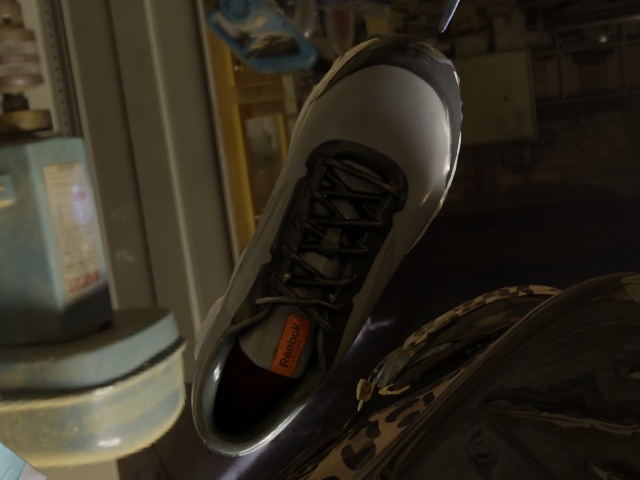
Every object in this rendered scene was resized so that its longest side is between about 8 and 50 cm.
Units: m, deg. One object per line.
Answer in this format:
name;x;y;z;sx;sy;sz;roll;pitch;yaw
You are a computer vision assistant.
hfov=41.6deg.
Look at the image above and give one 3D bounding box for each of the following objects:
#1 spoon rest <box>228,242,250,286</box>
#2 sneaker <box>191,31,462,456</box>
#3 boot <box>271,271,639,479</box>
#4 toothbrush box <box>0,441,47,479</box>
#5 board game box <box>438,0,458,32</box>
spoon rest;0.000;0.000;0.730;0.084;0.276;0.137;18;-146;-25
sneaker;0.003;0.013;0.485;0.100;0.271;0.108;25;-160;-5
boot;0.035;0.152;0.464;0.377;0.138;0.284;-44;174;7
toothbrush box;-0.401;0.244;0.757;0.126;0.216;0.295;25;156;15
board game box;0.095;-0.174;0.379;0.033;0.168;0.133;16;162;-1
